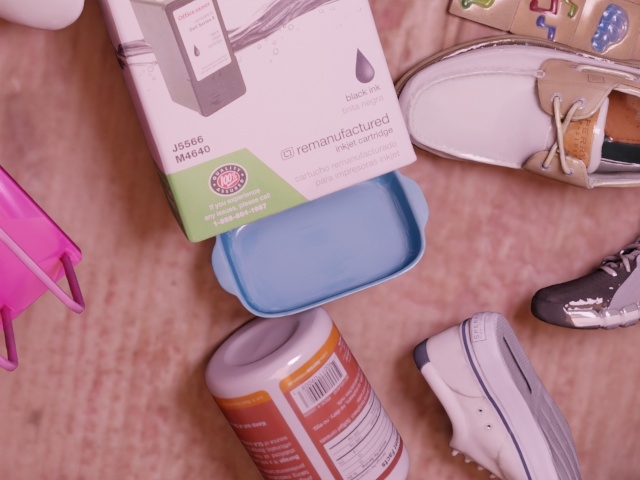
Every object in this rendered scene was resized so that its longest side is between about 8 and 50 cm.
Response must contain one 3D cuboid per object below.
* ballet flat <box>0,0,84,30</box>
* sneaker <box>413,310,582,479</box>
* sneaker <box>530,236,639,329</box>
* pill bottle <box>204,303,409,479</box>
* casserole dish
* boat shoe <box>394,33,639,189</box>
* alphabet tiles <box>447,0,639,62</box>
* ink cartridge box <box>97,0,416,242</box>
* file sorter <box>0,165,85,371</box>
[{"bbox_3d":[-0.323,-0.307,1.229,0.139,0.139,0.400,-31,104,-2],"label":"ballet flat"},{"bbox_3d":[0.164,0.174,1.525,0.091,0.094,0.258,-16,116,24],"label":"sneaker"},{"bbox_3d":[0.287,0.001,1.502,0.228,0.086,0.132,-8,103,-21],"label":"sneaker"},{"bbox_3d":[0.001,0.171,1.459,0.121,0.121,0.216,-30,110,-3],"label":"pill bottle"},{"bbox_3d":[0.000,0.000,1.432,0.188,0.037,0.114,-20,74,-6],"label":"casserole dish"},{"bbox_3d":[0.213,-0.105,1.430,0.302,0.103,0.113,-1,114,-10],"label":"boat shoe"},{"bbox_3d":[0.258,-0.296,1.440,0.342,0.011,0.285,15,102,-16],"label":"alphabet tiles"},{"bbox_3d":[-0.063,-0.165,1.351,0.198,0.115,0.273,-20,109,-6],"label":"ink cartridge box"},{"bbox_3d":[-0.353,0.058,1.316,0.290,0.182,0.202,-41,110,1],"label":"file sorter"}]
